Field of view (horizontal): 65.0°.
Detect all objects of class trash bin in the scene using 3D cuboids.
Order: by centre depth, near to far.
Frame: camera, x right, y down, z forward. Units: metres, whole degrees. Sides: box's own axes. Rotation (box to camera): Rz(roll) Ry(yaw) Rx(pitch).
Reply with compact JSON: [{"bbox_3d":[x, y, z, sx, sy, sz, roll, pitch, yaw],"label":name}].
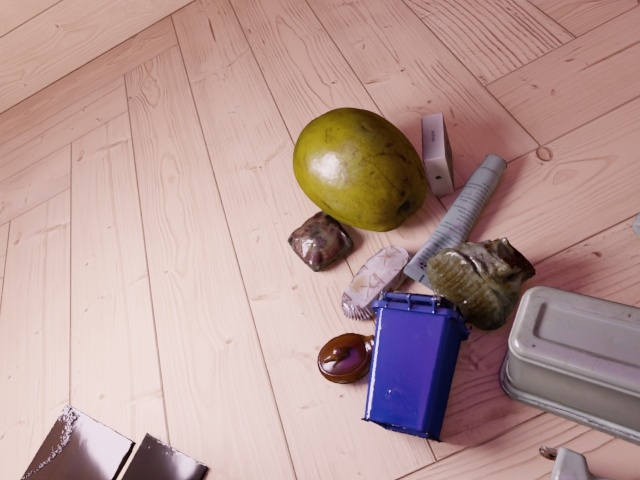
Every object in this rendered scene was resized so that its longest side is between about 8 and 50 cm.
[{"bbox_3d":[0.161,0.214,0.878,0.163,0.184,0.234,4,66,28],"label":"trash bin"}]

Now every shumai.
[{"bbox_3d":[0.302,0.057,0.946,0.142,0.184,0.184,-31,47,-29],"label":"shumai"}]

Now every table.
[{"bbox_3d":[-0.389,0.487,0.894,0.196,0.250,0.282,12,63,31],"label":"table"}]

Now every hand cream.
[{"bbox_3d":[0.294,-0.045,1.055,0.085,0.058,0.331,35,73,2],"label":"hand cream"}]

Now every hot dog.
[{"bbox_3d":[0.117,0.089,1.056,0.099,0.053,0.192,34,80,38],"label":"hot dog"}]

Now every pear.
[{"bbox_3d":[0.081,-0.155,1.114,0.253,0.253,0.307,-42,65,-6],"label":"pear"}]

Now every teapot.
[{"bbox_3d":[0.052,0.223,0.977,0.129,0.078,0.098,-22,52,10],"label":"teapot"}]

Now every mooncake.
[{"bbox_3d":[0.000,0.000,1.154,0.125,0.073,0.130,-40,53,-7],"label":"mooncake"}]

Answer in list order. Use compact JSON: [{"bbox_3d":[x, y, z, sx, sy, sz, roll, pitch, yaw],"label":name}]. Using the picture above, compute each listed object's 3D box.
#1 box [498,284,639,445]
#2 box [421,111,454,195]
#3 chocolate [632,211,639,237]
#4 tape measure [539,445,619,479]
[{"bbox_3d":[0.439,0.184,0.763,0.312,0.182,0.175,14,66,30],"label":"box"},{"bbox_3d":[0.263,-0.191,1.124,0.051,0.129,0.130,-8,56,20],"label":"box"},{"bbox_3d":[0.676,-0.116,0.911,0.291,0.110,0.110,-46,52,-7],"label":"chocolate"},{"bbox_3d":[0.382,0.433,0.657,0.246,0.125,0.243,14,65,32],"label":"tape measure"}]
